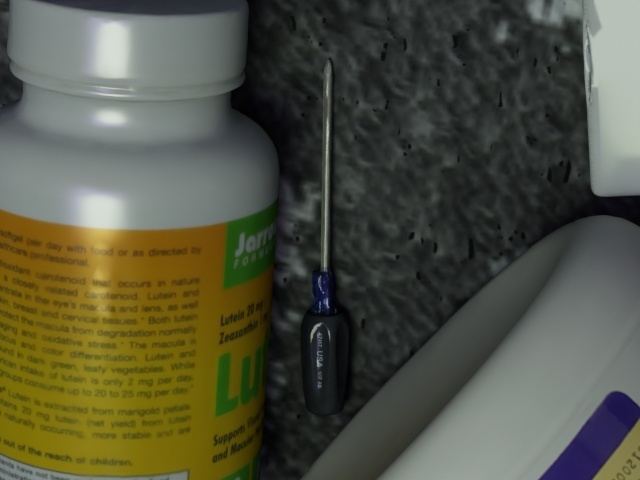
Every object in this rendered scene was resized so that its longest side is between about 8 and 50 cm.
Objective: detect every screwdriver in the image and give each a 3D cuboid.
[{"bbox_3d":[0.000,0.000,0.779,0.025,0.024,0.170,6,103,43],"label":"screwdriver"}]

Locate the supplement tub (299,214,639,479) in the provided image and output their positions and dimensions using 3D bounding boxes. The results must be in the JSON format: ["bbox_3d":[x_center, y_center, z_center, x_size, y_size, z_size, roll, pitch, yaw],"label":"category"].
[{"bbox_3d":[0.152,0.179,0.673,0.331,0.241,0.241,44,112,-1],"label":"supplement tub"}]

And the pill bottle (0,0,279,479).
[{"bbox_3d":[-0.089,0.011,0.739,0.136,0.136,0.245,8,109,12],"label":"pill bottle"}]

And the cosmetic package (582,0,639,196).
[{"bbox_3d":[0.224,-0.083,0.660,0.231,0.085,0.117,1,107,16],"label":"cosmetic package"}]
